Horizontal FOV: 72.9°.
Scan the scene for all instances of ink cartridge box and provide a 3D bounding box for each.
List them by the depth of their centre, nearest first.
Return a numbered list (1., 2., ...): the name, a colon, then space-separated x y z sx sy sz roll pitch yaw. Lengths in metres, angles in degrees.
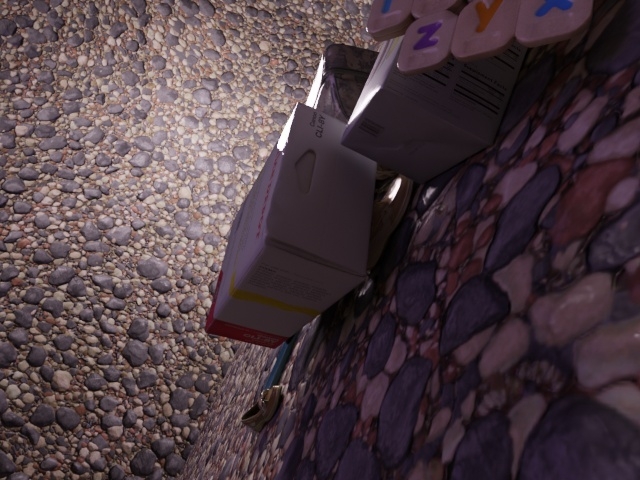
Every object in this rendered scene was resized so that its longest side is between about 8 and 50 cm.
1. ink cartridge box: -0.063 0.001 0.778 0.385 0.160 0.280 132 152 -53

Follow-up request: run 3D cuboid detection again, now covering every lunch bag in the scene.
1. lunch bag: 0.072 -0.281 1.092 0.305 0.212 0.256 124 152 -59

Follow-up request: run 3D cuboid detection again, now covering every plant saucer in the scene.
1. plant saucer: -0.091 0.284 1.058 0.192 0.018 0.067 -65 8 -15

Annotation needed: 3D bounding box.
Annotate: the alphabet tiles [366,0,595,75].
1. alphabet tiles: 0.181 -0.288 0.428 0.283 0.021 0.278 1 68 39

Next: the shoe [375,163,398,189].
1. shoe: 0.123 -0.135 0.820 0.219 0.076 0.059 -164 80 -89

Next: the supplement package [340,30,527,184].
1. supplement package: 0.149 -0.216 0.587 0.203 0.149 0.194 -67 8 -11

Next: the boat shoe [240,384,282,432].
1. boat shoe: -0.127 0.360 0.936 0.153 0.048 0.056 -58 10 37

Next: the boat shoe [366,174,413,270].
1. boat shoe: 0.094 -0.036 0.706 0.170 0.059 0.063 -64 8 4

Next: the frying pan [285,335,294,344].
1. frying pan: 0.019 0.056 0.937 0.197 0.053 0.327 124 167 -52
